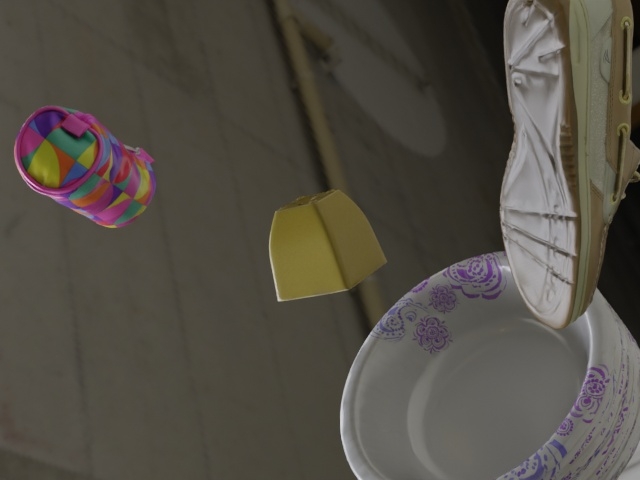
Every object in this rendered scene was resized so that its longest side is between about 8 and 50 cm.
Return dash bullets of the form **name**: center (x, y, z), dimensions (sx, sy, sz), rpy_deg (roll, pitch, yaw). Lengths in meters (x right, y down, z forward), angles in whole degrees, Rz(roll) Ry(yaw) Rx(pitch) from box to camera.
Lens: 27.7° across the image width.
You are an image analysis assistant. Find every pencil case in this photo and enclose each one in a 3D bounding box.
- **pencil case**: center (-0.251, -0.079, 1.413), dimensions (0.104, 0.104, 0.236), rpy_deg (59, -177, 8)

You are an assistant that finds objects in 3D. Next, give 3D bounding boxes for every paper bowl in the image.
- **paper bowl**: center (0.172, 0.161, 1.234), dimensions (0.148, 0.284, 0.284), rpy_deg (46, -156, -39)

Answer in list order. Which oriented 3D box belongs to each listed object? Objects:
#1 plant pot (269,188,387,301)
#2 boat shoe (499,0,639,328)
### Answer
- **plant pot**: center (0.000, 0.000, 1.203), dimensions (0.081, 0.081, 0.083), rpy_deg (-33, -71, -55)
- **boat shoe**: center (0.098, -0.032, 0.486), dimensions (0.050, 0.045, 0.135), rpy_deg (36, 135, 53)
